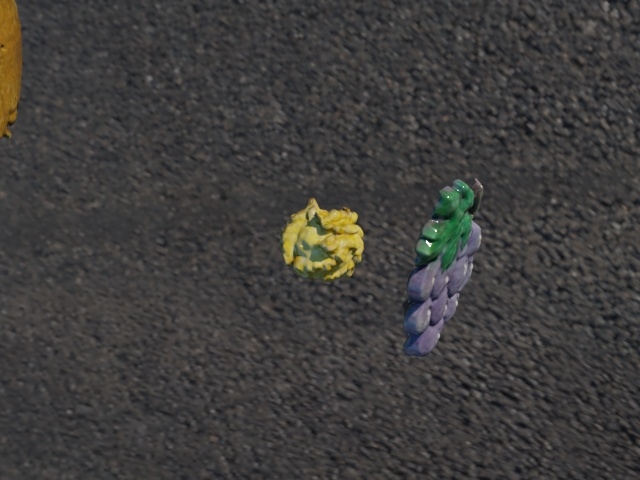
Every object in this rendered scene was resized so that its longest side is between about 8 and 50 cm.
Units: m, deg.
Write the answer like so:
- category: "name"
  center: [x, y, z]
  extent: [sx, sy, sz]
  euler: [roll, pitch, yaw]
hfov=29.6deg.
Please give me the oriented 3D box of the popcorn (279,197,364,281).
- category: "popcorn"
  center: [0.000, 0.000, 1.136]
  extent: [0.082, 0.057, 0.083]
  euler: [-21, 71, 30]

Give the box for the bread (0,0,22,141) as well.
- category: "bread"
  center: [-0.400, -0.190, 1.150]
  extent: [0.224, 0.250, 0.279]
  euler: [-13, 21, 16]

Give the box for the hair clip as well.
- category: "hair clip"
  center: [0.107, 0.021, 1.131]
  extent: [0.052, 0.195, 0.124]
  euler: [24, 45, 19]
